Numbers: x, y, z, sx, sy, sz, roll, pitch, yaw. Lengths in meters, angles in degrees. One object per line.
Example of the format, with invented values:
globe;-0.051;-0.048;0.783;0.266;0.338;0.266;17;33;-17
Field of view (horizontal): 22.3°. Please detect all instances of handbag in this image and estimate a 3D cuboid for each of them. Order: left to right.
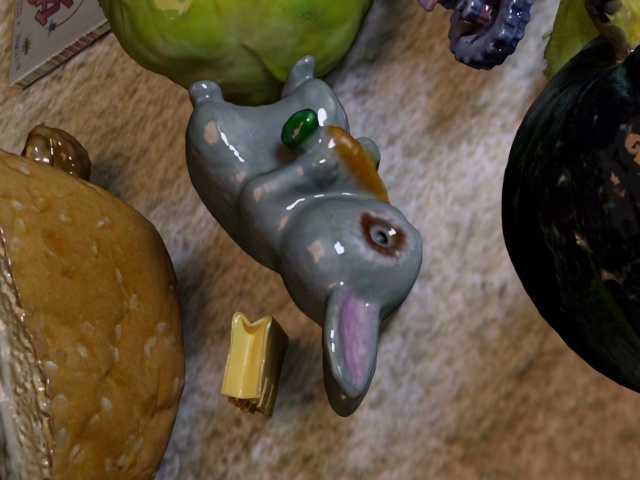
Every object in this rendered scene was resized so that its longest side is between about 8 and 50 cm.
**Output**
handbag;-0.042;0.084;1.087;0.027;0.083;0.061;5;74;11

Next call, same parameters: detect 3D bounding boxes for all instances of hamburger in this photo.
hamburger;-0.195;0.059;1.191;0.162;0.209;0.330;-21;87;38

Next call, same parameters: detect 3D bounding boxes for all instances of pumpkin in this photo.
pumpkin;0.194;-0.049;0.769;0.250;0.216;0.250;-38;14;11

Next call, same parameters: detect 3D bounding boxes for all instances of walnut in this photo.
walnut;-0.231;-0.008;1.346;0.143;0.069;0.170;22;-95;-87

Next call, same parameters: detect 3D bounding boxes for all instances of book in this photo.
book;-0.213;-0.253;1.501;0.232;0.022;0.162;-24;55;41

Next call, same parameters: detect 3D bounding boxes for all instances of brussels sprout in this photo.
brussels sprout;-0.058;-0.200;1.169;0.223;0.161;0.223;-5;76;20

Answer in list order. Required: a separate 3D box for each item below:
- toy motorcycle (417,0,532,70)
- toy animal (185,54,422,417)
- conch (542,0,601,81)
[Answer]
toy motorcycle;0.102;-0.202;1.055;0.118;0.084;0.212;-57;33;26
toy animal;0.002;0.001;1.064;0.125;0.127;0.251;-34;58;11
conch;0.203;-0.168;0.930;0.200;0.079;0.095;-29;32;49
